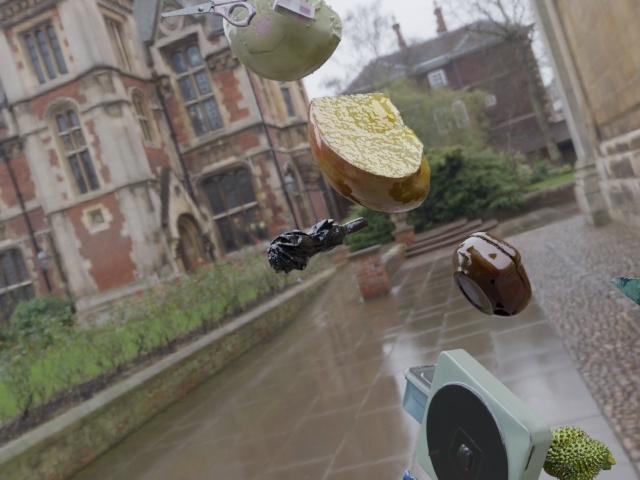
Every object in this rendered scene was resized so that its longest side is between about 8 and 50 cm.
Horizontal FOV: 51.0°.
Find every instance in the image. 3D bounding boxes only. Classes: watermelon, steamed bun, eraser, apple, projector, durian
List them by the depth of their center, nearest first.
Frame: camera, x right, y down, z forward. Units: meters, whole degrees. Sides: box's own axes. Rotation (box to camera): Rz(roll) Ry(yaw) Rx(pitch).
[{"bbox_3d":[0.282,0.363,1.192,0.079,0.257,0.259,-2,25,-27],"label":"projector"},{"bbox_3d":[0.122,-0.205,1.631,0.252,0.309,0.314,-32,-33,17],"label":"apple"},{"bbox_3d":[-0.068,-0.597,1.728,0.105,0.065,0.026,19,-41,-13],"label":"eraser"},{"bbox_3d":[0.856,0.127,1.754,0.094,0.081,0.180,-10,0,-25],"label":"watermelon"},{"bbox_3d":[0.717,0.609,1.904,0.198,0.146,0.159,-5,15,43],"label":"durian"},{"bbox_3d":[-0.126,-0.619,1.913,0.312,0.334,0.233,-46,-5,16],"label":"steamed bun"}]

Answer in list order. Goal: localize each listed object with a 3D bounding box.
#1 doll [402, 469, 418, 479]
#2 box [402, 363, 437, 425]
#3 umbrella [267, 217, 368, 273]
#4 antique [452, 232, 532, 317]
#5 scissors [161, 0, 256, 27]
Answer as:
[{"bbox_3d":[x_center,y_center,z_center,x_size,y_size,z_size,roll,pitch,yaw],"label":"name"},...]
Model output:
[{"bbox_3d":[0.253,0.726,1.865,0.067,0.205,0.110,2,27,32],"label":"doll"},{"bbox_3d":[0.323,0.414,1.724,0.162,0.130,0.227,1,22,-34],"label":"box"},{"bbox_3d":[0.000,0.000,1.856,0.340,0.118,0.118,-20,1,-34],"label":"umbrella"},{"bbox_3d":[0.430,0.095,1.697,0.129,0.223,0.278,-41,-22,-11],"label":"antique"},{"bbox_3d":[-0.221,-0.457,1.320,0.189,0.100,0.015,-8,-8,5],"label":"scissors"}]
